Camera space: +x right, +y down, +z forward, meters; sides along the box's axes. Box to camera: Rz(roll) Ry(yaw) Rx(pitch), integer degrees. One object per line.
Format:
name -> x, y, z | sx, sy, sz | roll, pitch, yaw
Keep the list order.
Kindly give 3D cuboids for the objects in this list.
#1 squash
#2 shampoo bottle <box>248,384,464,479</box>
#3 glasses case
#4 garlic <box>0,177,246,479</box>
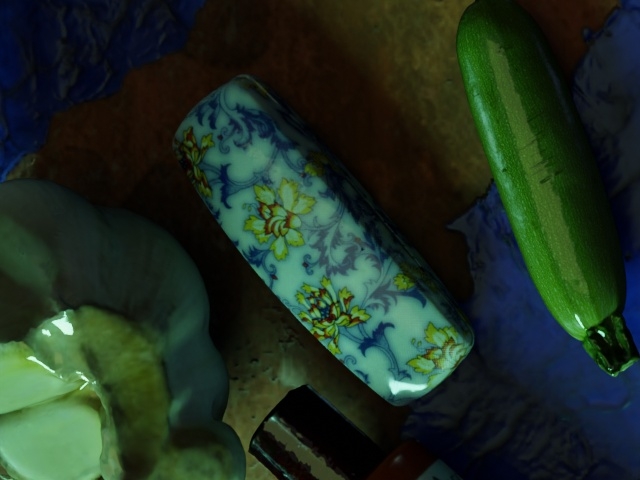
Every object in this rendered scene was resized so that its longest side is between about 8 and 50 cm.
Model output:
squash -> 0.144, -0.036, 1.085 | 0.066, 0.066, 0.252 | -19, 89, 20
shampoo bottle -> 0.070, 0.205, 1.117 | 0.278, 0.104, 0.104 | 41, 107, 10
glasses case -> 0.000, 0.000, 1.138 | 0.087, 0.065, 0.248 | -42, 83, 17
garlic -> -0.155, 0.086, 1.154 | 0.203, 0.185, 0.281 | -14, 113, 49
